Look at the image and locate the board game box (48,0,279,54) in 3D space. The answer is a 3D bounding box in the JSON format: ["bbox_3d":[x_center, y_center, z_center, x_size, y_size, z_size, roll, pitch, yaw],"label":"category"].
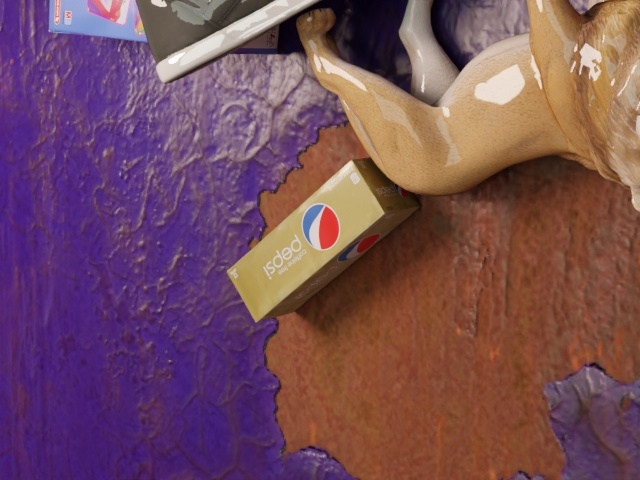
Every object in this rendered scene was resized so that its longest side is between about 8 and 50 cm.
[{"bbox_3d":[-0.140,-0.357,1.163,0.233,0.078,0.347,13,104,34],"label":"board game box"}]

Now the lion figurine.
[{"bbox_3d":[0.148,-0.109,0.971,0.392,0.142,0.240,-13,96,51],"label":"lion figurine"}]

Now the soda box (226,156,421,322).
[{"bbox_3d":[0.000,0.000,1.119,0.181,0.061,0.058,-41,73,33],"label":"soda box"}]

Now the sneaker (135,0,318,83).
[{"bbox_3d":[-0.037,-0.259,1.025,0.295,0.104,0.147,-27,97,11],"label":"sneaker"}]
